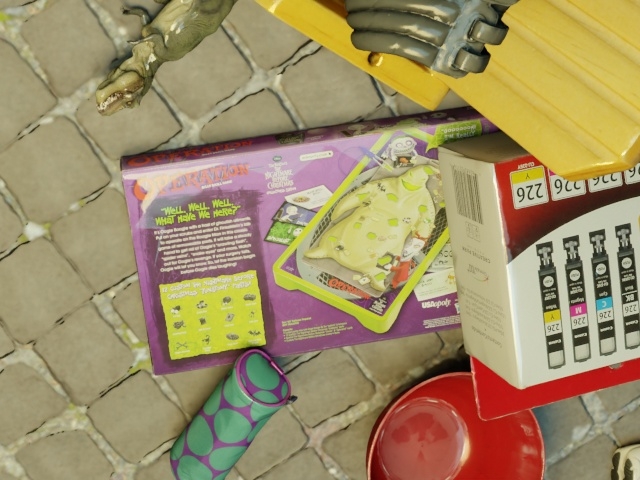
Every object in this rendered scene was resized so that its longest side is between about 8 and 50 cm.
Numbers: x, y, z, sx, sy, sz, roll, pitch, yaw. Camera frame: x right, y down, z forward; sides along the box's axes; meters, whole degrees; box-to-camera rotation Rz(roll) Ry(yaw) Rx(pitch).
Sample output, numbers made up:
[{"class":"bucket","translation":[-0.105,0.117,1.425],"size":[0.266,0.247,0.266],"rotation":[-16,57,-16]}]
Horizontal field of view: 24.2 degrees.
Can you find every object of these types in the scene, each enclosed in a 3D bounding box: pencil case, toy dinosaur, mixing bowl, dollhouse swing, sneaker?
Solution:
[{"class":"pencil case","translation":[-0.085,0.172,1.406],"size":[0.064,0.070,0.152],"rotation":[50,126,17]},{"class":"toy dinosaur","translation":[-0.108,-0.223,1.283],"size":[0.268,0.064,0.118],"rotation":[-37,125,3]},{"class":"mixing bowl","translation":[0.116,0.208,1.443],"size":[0.181,0.098,0.182],"rotation":[-2,96,-17]},{"class":"dollhouse swing","translation":[0.132,-0.266,1.152],"size":[0.315,0.305,0.347],"rotation":[26,106,-38]},{"class":"sneaker","translation":[0.148,-0.191,1.083],"size":[0.295,0.104,0.147],"rotation":[2,100,15]},{"class":"sneaker","translation":[0.340,0.290,1.537],"size":[0.071,0.068,0.170],"rotation":[-5,110,-13]}]

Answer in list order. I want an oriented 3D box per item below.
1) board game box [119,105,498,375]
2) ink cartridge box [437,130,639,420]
[{"class":"board game box","translation":[0.000,0.000,1.389],"size":[0.346,0.056,0.208],"rotation":[-8,115,-6]},{"class":"ink cartridge box","translation":[0.285,0.021,1.351],"size":[0.309,0.130,0.272],"rotation":[-13,105,-15]}]
